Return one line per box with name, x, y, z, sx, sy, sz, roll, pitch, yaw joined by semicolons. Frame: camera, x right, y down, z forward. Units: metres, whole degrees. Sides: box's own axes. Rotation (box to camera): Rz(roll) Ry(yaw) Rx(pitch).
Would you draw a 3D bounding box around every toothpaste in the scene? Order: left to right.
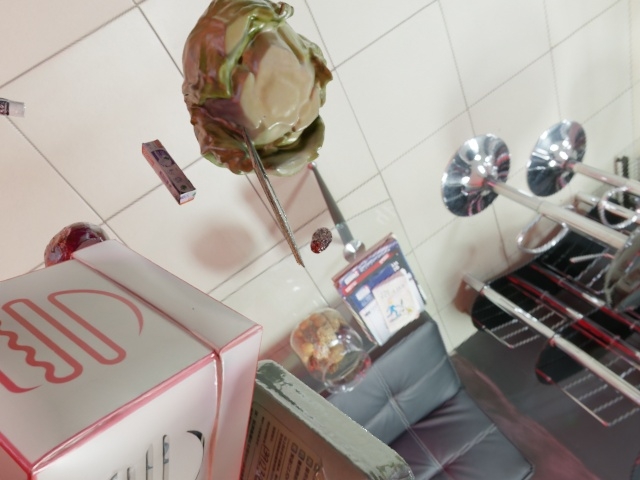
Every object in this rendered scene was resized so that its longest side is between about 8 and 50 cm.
toothpaste;-0.921;-0.375;1.345;0.193;0.045;0.071;1;120;-30
toothpaste;-0.377;-0.172;1.219;0.047;0.196;0.040;-26;155;-34

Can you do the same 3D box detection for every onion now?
onion;-0.667;0.059;1.419;0.218;0.140;0.195;45;71;-41

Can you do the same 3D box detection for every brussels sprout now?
brussels sprout;-0.179;-0.386;1.255;0.342;0.361;0.425;-2;107;-26

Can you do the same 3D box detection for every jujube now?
jujube;0.000;0.000;1.732;0.077;0.129;0.077;6;116;13

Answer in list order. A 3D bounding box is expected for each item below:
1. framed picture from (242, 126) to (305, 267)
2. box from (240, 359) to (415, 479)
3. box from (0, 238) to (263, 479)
framed picture;-0.106;-0.095;1.080;0.016;0.216;0.273;-23;124;-1
box;-0.050;0.441;0.781;0.111;0.396;0.396;1;105;-43
box;-0.299;0.225;0.645;0.300;0.312;0.314;-27;134;-52
